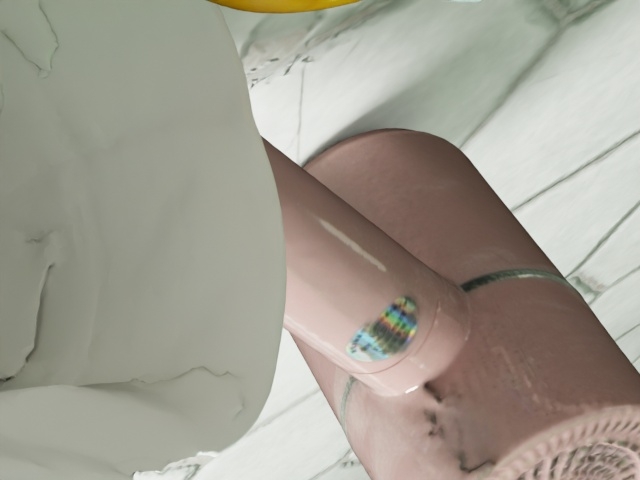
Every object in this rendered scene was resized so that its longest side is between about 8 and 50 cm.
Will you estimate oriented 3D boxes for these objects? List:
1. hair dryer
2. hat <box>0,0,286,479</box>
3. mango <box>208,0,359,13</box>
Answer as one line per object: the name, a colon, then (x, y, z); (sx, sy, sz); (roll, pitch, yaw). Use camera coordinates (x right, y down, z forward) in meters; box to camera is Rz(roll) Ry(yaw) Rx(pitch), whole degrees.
hair dryer: (0.000, 0.000, 0.673); (0.125, 0.210, 0.352); (-41, 137, 9)
hat: (-0.116, -0.014, 0.412); (0.126, 0.203, 0.203); (-21, 173, 34)
mango: (0.046, -0.160, 0.403); (0.253, 0.113, 0.138); (-47, 156, 10)
